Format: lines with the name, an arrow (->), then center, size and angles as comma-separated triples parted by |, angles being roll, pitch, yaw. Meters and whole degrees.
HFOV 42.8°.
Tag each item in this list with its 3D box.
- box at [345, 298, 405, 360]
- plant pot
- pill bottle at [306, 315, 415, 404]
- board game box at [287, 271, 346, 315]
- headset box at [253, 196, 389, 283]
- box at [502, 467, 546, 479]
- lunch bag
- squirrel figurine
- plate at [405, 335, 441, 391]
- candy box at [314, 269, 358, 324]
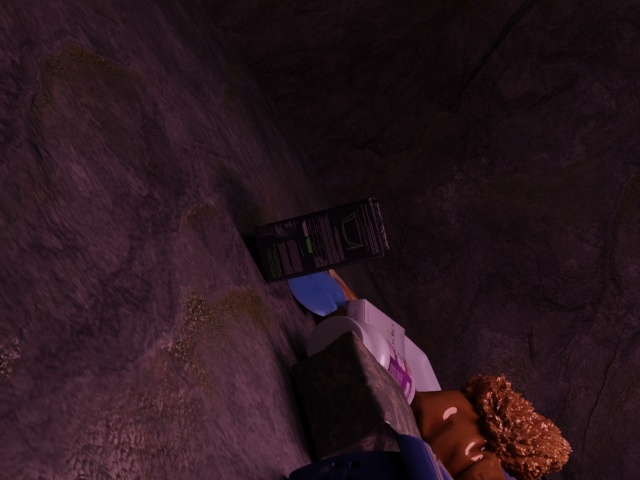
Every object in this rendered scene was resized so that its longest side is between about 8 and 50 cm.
box -> 0.144, 0.299, 2.067 | 0.322, 0.058, 0.232 | 37, 48, -59
plant pot -> 0.111, 0.428, 1.142 | 0.236, 0.212, 0.236 | 56, 9, -31
pill bottle -> 0.085, 0.271, 1.740 | 0.301, 0.169, 0.169 | 50, 12, -55
board game box -> -0.014, 0.132, 2.003 | 0.133, 0.033, 0.168 | 48, 35, 15
headset box -> 0.000, 0.000, 1.849 | 0.246, 0.283, 0.131 | -17, 93, -82
box -> 0.471, 0.734, 2.075 | 0.183, 0.294, 0.296 | 48, 14, -51
lunch bag -> 0.095, 0.349, 1.517 | 0.287, 0.169, 0.235 | 49, 13, -38
squirrel figurine -> 0.360, 0.489, 1.821 | 0.281, 0.397, 0.370 | 64, -10, -25
plate -> 0.282, 0.404, 2.308 | 0.278, 0.045, 0.277 | 42, 22, -51
candy box -> 0.069, 0.211, 2.186 | 0.316, 0.087, 0.183 | 51, 13, -52
